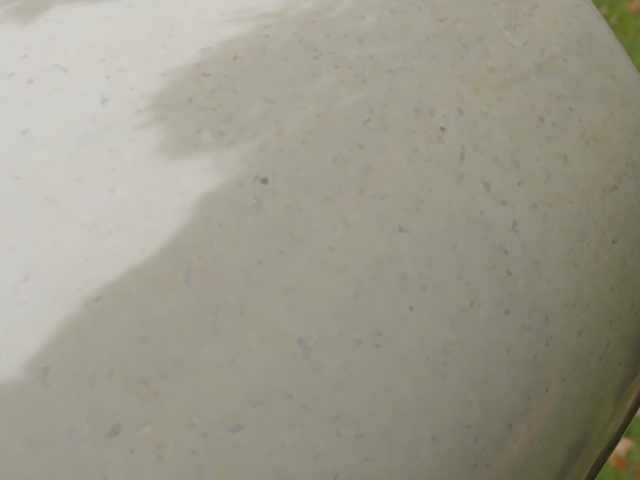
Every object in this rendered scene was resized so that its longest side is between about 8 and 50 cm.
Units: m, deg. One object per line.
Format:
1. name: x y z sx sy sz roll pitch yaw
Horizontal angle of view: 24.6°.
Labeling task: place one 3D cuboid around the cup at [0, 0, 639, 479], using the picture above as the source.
1. cup: 0.000 0.000 0.544 0.237 0.331 0.331 -33 16 3
